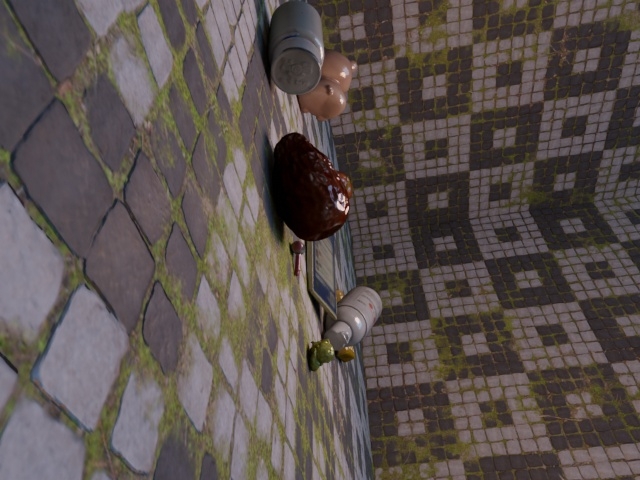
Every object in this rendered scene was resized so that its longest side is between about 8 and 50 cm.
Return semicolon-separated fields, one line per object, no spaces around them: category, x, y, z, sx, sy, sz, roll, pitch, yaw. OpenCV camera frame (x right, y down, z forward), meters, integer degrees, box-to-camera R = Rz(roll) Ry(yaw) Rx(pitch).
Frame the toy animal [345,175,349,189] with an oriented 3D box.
toy animal;0.027;-0.141;1.772;0.219;0.095;0.155;-60;178;7

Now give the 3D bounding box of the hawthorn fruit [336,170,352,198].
hawthorn fruit;0.040;-0.221;1.983;0.189;0.149;0.149;36;32;-28

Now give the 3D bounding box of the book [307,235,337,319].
book;0.006;0.052;1.501;0.228;0.018;0.322;57;26;-53

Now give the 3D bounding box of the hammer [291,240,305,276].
hammer;-0.054;0.043;1.175;0.052;0.031;0.083;47;45;-74

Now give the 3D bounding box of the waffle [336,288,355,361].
waffle;0.083;0.327;1.892;0.221;0.055;0.247;66;17;-68

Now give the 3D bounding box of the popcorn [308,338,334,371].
popcorn;-0.002;0.275;1.200;0.083;0.068;0.059;-49;115;-32

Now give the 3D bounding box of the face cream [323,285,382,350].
face cream;0.091;0.265;1.620;0.370;0.146;0.145;-26;109;-67

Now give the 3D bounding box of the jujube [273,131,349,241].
jujube;-0.031;-0.117;1.084;0.168;0.168;0.236;49;17;-79

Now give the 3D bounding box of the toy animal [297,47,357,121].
toy animal;0.010;-0.563;1.792;0.229;0.210;0.221;-59;-158;31

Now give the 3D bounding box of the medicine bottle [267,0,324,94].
medicine bottle;-0.061;-0.491;1.264;0.143;0.144;0.257;75;8;-47
